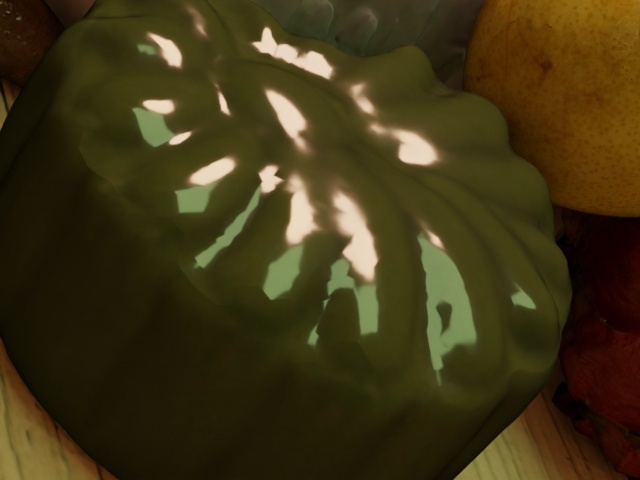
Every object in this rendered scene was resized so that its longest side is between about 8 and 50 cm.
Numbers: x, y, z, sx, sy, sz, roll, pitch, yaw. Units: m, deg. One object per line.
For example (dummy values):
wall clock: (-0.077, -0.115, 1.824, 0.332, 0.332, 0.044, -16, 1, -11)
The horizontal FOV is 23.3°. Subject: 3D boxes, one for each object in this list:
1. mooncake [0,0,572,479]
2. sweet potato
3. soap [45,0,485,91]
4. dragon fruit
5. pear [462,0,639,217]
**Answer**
mooncake: (-0.021, 0.001, 0.920, 0.351, 0.187, 0.351, 23, 41, -22)
sweet potato: (-0.236, -0.165, 1.020, 0.226, 0.068, 0.068, 37, 33, -8)
soap: (-0.014, -0.204, 1.097, 0.446, 0.261, 0.156, 10, 28, -39)
dragon fruit: (0.279, 0.072, 1.140, 0.244, 0.244, 0.299, -2, 40, -48)
pear: (0.198, -0.115, 1.055, 0.209, 0.209, 0.209, 28, 35, -22)
